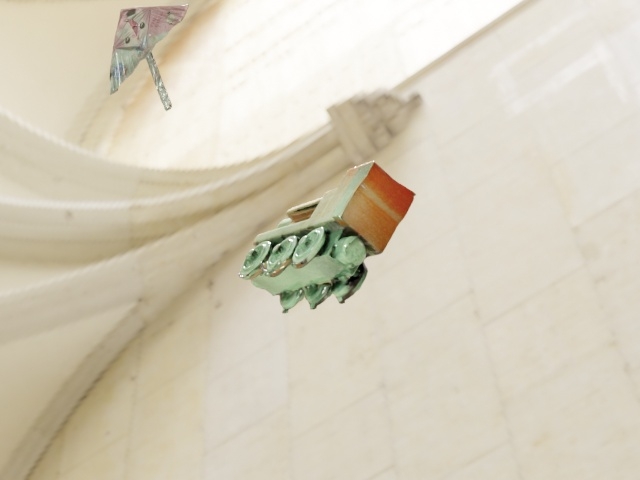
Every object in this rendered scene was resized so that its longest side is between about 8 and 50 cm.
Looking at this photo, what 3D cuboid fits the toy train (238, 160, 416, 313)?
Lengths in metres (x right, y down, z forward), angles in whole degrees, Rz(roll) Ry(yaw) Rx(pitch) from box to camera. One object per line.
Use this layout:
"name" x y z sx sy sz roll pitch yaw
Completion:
"toy train" 0.000 0.000 1.185 0.074 0.176 0.118 40 -116 -19

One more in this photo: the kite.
"kite" -0.186 -0.204 1.415 0.005 0.137 0.152 16 -146 -54
